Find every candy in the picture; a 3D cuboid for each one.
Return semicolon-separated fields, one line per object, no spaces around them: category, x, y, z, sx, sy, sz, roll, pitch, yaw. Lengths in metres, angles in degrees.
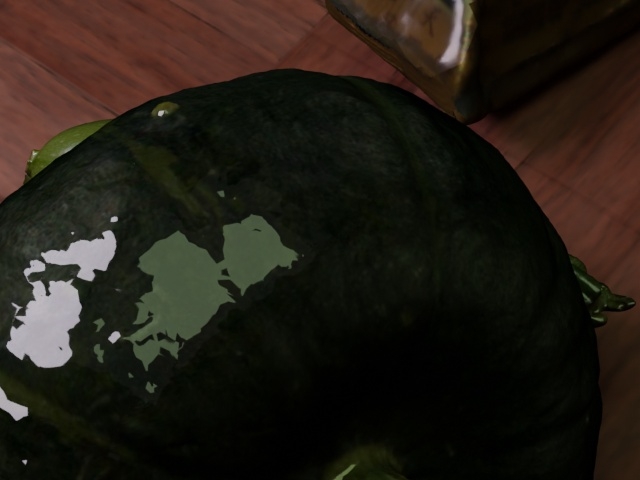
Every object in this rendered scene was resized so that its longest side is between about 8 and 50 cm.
candy;0.149;-0.161;0.971;0.271;0.101;0.143;-28;50;-16

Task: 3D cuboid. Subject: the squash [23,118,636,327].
squash;0.000;0.000;0.890;0.341;0.094;0.094;13;59;21

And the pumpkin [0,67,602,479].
pumpkin;-0.021;0.080;0.712;0.300;0.300;0.207;-34;34;-12
